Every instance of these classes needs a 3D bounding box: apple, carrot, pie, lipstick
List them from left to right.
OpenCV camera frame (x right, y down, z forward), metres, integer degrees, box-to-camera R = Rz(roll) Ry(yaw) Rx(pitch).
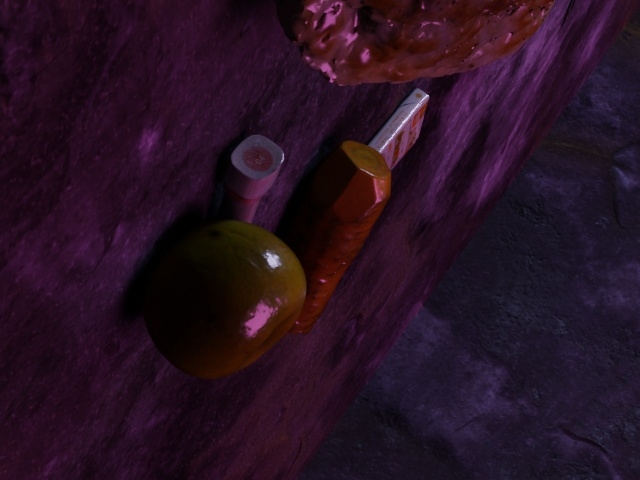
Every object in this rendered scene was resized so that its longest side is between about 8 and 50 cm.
[{"bbox_3d":[-0.112,0.065,1.790,0.196,0.157,0.196,-49,170,-11],"label":"apple"},{"bbox_3d":[-0.097,-0.045,1.835,0.063,0.057,0.186,-47,170,-37],"label":"lipstick"},{"bbox_3d":[0.000,0.000,2.178,0.114,0.114,0.301,-37,159,-57],"label":"carrot"},{"bbox_3d":[0.132,-0.311,1.507,0.395,0.180,0.418,-18,144,-27],"label":"pie"}]

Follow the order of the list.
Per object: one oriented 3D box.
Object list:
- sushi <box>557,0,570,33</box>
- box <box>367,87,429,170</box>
[{"bbox_3d":[0.399,-0.534,2.434,0.296,0.100,0.373,-49,158,-69],"label":"sushi"},{"bbox_3d":[0.089,-0.125,2.376,0.220,0.032,0.122,-49,165,-27],"label":"box"}]
